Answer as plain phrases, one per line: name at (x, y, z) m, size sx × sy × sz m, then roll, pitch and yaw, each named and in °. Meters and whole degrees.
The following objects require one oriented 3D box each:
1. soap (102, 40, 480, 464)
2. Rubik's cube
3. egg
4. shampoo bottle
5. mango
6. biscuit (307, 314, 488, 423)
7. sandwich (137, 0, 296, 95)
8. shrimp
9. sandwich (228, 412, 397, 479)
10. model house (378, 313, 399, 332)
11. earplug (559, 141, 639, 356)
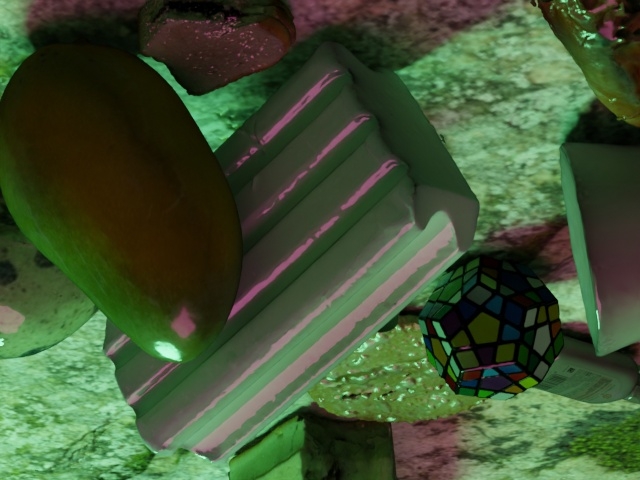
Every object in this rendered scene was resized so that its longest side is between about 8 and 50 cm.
soap at (-0.032, 0.014, 1.274) m, size 0.289 × 0.173 × 0.095 m, roll -43°, pitch 145°, yaw 20°
Rubik's cube at (0.154, 0.080, 1.555) m, size 0.133 × 0.133 × 0.112 m, roll 10°, pitch 123°, yaw -19°
egg at (-0.257, 0.028, 1.427) m, size 0.181 × 0.141 × 0.141 m, roll -7°, pitch 151°, yaw -4°
shampoo bottle at (0.275, 0.135, 1.730) m, size 0.165 × 0.040 × 0.080 m, roll 16°, pitch 142°, yaw -29°
mango at (-0.143, -0.032, 1.225) m, size 0.156 × 0.251 × 0.114 m, roll -44°, pitch 154°, yaw 17°
biscuit at (0.083, 0.131, 1.728) m, size 0.220 × 0.033 × 0.220 m, roll -1°, pitch 149°, yaw -1°
sandwich at (-0.074, -0.149, 1.219) m, size 0.105 × 0.036 × 0.093 m, roll -16°, pitch 147°, yaw 24°
shrimp at (0.239, -0.153, 1.192) m, size 0.152 × 0.063 × 0.287 m, roll -20°, pitch 149°, yaw 26°
sandwich at (0.038, 0.298, 1.897) m, size 0.227 × 0.155 × 0.198 m, roll 16°, pitch 147°, yaw -27°
model house at (0.000, 0.000, 1.414) m, size 0.167 × 0.117 × 0.088 m, roll 18°, pitch 176°, yaw 4°
earplug at (0.351, -0.018, 1.351) m, size 0.301 × 0.172 × 0.172 m, roll -10°, pitch 150°, yaw 5°
